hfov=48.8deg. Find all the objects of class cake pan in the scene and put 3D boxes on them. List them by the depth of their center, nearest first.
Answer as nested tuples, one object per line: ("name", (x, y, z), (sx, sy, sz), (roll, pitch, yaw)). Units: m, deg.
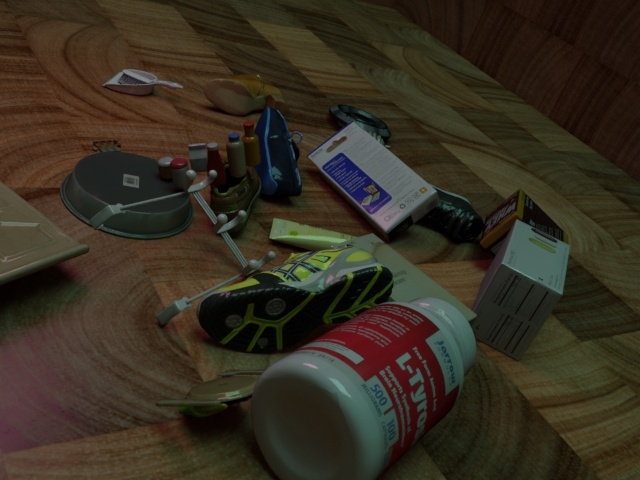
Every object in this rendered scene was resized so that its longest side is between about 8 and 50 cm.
("cake pan", (-0.420, -0.110, 1.565), (0.293, 0.054, 0.293), (16, 31, -10))

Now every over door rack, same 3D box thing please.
("over door rack", (-0.244, -0.007, 1.381), (0.239, 0.108, 0.324), (54, 36, 4))

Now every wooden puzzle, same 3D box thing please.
("wooden puzzle", (-0.640, 0.002, 1.228), (0.348, 0.080, 0.322), (30, 30, 21))
("wooden puzzle", (-0.524, -0.230, 1.734), (0.083, 0.006, 0.049), (-14, 46, -46))

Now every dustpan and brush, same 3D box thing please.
("dustpan and brush", (-0.508, -0.461, 2.059), (0.211, 0.060, 0.147), (20, 30, -4))

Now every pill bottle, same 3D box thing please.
("pill bottle", (0.095, 0.236, 1.175), (0.229, 0.229, 0.408), (37, 33, 23))

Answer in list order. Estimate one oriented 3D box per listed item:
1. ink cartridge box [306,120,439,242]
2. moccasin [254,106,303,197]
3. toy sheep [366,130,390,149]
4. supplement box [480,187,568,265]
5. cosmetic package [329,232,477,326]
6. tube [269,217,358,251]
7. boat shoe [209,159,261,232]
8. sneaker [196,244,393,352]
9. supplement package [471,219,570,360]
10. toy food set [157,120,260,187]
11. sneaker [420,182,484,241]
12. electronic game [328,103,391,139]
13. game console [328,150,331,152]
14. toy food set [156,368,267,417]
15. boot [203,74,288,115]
("ink cartridge box", (0.136, -0.168, 1.918), (0.176, 0.069, 0.371), (-38, 57, -8))
("moccasin", (-0.116, -0.225, 1.902), (0.117, 0.138, 0.342), (15, 45, -22))
("toy sheep", (0.156, -0.302, 2.220), (0.132, 0.091, 0.091), (3, 31, 3))
("supplement box", (0.551, -0.004, 1.899), (0.194, 0.129, 0.191), (43, 30, -5))
("cosmetic package", (0.157, 0.126, 1.510), (0.309, 0.113, 0.160), (40, 35, 26))
("tube", (0.000, 0.000, 1.665), (0.240, 0.062, 0.070), (14, -10, -4))
("boat shoe", (-0.202, -0.140, 1.677), (0.111, 0.104, 0.307), (-6, 32, 0))
("sneaker", (-0.055, 0.104, 1.360), (0.385, 0.145, 0.147), (-9, 32, -24))
("supplement package", (0.460, 0.108, 1.645), (0.145, 0.204, 0.262), (27, 31, 9))
("toy food set", (-0.250, -0.192, 1.571), (0.232, 0.104, 0.111), (-6, 35, -5))
("sneaker", (0.332, -0.076, 1.951), (0.296, 0.104, 0.147), (9, 27, -29))
("electronic game", (0.135, -0.402, 2.400), (0.229, 0.048, 0.229), (21, 23, -9))
("game console", (0.057, -0.205, 2.072), (0.107, 0.071, 0.122), (-23, 44, -12))
("toy food set", (-0.156, 0.249, 1.129), (0.132, 0.038, 0.192), (-6, 3, 28))
("boot", (-0.254, -0.474, 2.227), (0.295, 0.104, 0.211), (9, 27, -32))
